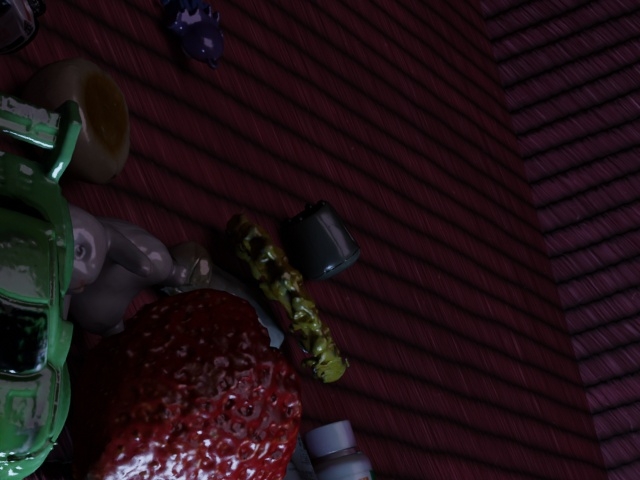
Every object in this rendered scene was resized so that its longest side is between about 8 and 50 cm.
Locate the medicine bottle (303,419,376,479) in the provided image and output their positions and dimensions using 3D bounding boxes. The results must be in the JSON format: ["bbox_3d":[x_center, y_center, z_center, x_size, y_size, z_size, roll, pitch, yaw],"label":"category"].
[{"bbox_3d":[0.044,0.378,2.310,0.095,0.095,0.260,10,64,-66],"label":"medicine bottle"}]

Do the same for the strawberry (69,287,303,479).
[{"bbox_3d":[-0.159,0.195,1.813,0.277,0.257,0.257,-31,101,-43],"label":"strawberry"}]

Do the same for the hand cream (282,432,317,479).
[{"bbox_3d":[-0.025,0.345,2.129,0.341,0.077,0.124,66,12,23],"label":"hand cream"}]

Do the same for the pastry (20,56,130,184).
[{"bbox_3d":[-0.286,-0.138,1.985,0.156,0.092,0.156,45,34,-42],"label":"pastry"}]

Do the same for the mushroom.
[{"bbox_3d":[-0.130,0.075,2.181,0.223,0.081,0.092,48,20,-42],"label":"mushroom"}]

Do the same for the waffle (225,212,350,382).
[{"bbox_3d":[-0.043,0.082,2.290,0.281,0.060,0.262,60,-4,-23],"label":"waffle"}]

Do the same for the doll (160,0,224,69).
[{"bbox_3d":[-0.189,-0.328,2.427,0.110,0.067,0.206,7,53,-51],"label":"doll"}]

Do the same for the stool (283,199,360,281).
[{"bbox_3d":[0.000,0.000,2.542,0.110,0.096,0.096,60,23,-11],"label":"stool"}]

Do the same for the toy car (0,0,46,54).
[{"bbox_3d":[-0.391,-0.308,1.885,0.210,0.089,0.108,68,22,2],"label":"toy car"}]

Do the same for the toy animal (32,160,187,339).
[{"bbox_3d":[-0.267,0.021,1.820,0.138,0.140,0.282,54,9,21],"label":"toy animal"}]

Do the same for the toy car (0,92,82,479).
[{"bbox_3d":[-0.320,0.037,1.569,0.213,0.176,0.359,21,50,-38],"label":"toy car"}]

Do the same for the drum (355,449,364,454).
[{"bbox_3d":[0.100,0.432,2.454,0.130,0.049,0.253,25,49,-60],"label":"drum"}]
